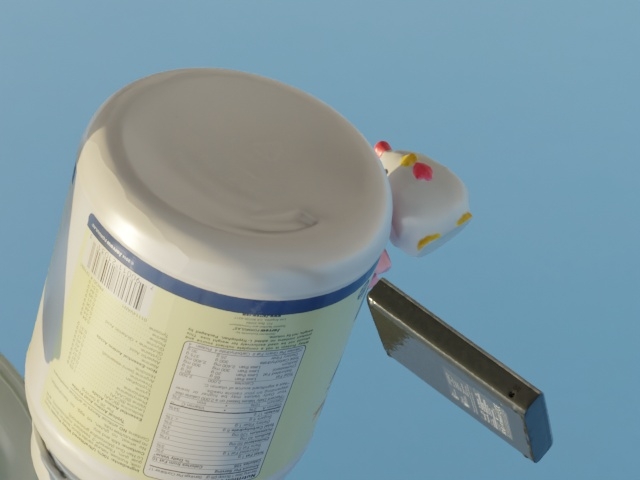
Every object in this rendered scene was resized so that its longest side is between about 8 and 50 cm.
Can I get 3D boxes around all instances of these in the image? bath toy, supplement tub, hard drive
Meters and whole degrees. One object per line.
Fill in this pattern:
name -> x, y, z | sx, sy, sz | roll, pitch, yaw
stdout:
bath toy -> 0.000, 0.000, 2.032 | 0.348, 0.151, 0.129 | -29, -101, -26
supplement tub -> -0.096, 0.058, 1.520 | 0.235, 0.325, 0.235 | 12, -141, -10
hard drive -> 0.091, 0.086, 1.310 | 0.135, 0.094, 0.022 | 36, -105, 24

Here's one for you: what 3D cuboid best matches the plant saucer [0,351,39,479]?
plant saucer -> -0.428, 0.245, 1.772 | 0.400, 0.400, 0.100 | -2, 180, -3
